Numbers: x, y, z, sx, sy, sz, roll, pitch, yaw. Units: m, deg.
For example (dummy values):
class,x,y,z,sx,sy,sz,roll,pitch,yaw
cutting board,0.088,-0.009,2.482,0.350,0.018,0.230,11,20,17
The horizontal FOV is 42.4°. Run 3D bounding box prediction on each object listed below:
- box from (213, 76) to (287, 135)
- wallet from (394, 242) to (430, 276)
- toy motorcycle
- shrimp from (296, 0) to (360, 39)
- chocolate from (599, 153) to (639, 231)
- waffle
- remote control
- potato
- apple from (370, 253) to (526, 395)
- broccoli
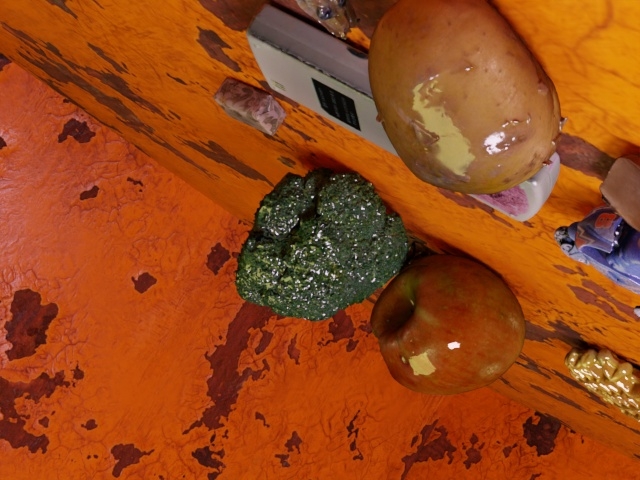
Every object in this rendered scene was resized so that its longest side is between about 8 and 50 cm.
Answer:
class,x,y,z,sx,sy,sz,roll,pitch,yaw
box,-0.103,-0.197,1.206,0.098,0.045,0.062,28,171,34
wallet,0.227,0.089,1.698,0.275,0.068,0.335,38,178,-18
toy motorcycle,0.324,0.022,0.809,0.205,0.076,0.114,27,164,27
shrimp,-0.053,-0.247,0.665,0.223,0.047,0.126,42,176,-28
chocolate,0.274,-0.045,0.702,0.064,0.031,0.100,48,175,21
waffle,0.576,0.282,1.508,0.283,0.065,0.309,25,171,48
remote control,0.083,-0.129,0.858,0.344,0.050,0.145,30,172,12
potato,0.108,-0.106,0.628,0.176,0.137,0.137,38,171,-23
apple,0.221,0.150,1.402,0.226,0.246,0.246,26,176,-23
broccoli,0.000,0.000,1.384,0.308,0.308,0.275,36,-154,-32
